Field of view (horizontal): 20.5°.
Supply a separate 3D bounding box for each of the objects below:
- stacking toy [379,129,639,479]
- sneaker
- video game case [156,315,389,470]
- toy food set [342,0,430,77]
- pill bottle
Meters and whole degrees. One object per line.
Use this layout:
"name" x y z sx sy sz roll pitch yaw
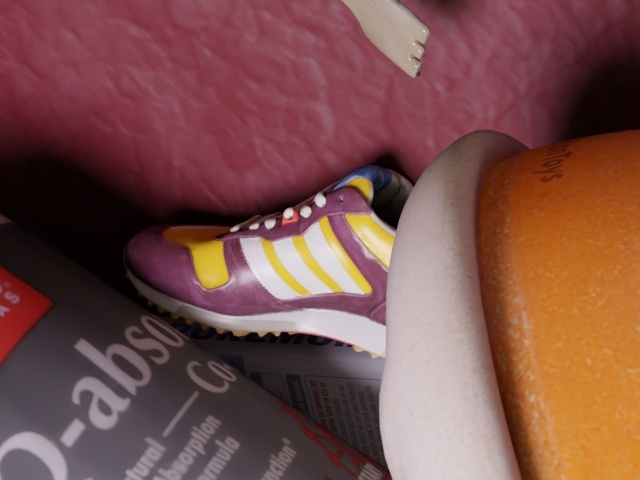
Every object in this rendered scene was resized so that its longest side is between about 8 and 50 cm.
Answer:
"stacking toy" 0.291 0.052 0.581 0.480 0.350 0.350 -23 113 19
"sneaker" 0.000 0.000 0.798 0.186 0.069 0.083 10 114 14
"video game case" -0.015 0.181 0.949 0.300 0.036 0.329 2 125 24
"toy food set" 0.026 -0.167 0.659 0.132 0.038 0.192 46 149 23
"pill bottle" -0.142 0.113 0.795 0.363 0.210 0.210 33 131 3
